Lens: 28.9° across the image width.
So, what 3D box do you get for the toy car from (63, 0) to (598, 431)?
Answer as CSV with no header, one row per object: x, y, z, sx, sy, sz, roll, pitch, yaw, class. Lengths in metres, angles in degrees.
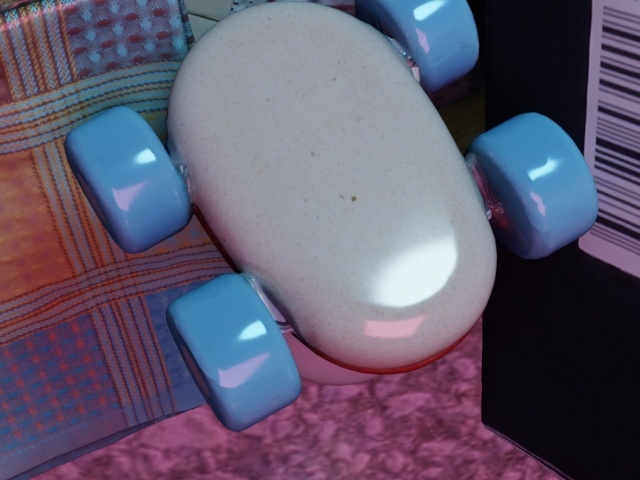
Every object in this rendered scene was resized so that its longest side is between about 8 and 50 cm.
0.000,0.000,0.714,0.219,0.210,0.238,-29,163,-14,toy car

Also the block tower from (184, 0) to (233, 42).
-0.058,-0.288,0.719,0.091,0.097,0.335,11,112,-22,block tower

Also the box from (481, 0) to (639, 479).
0.356,-0.112,0.725,0.472,0.297,0.480,-22,124,-32,box

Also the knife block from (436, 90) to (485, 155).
0.073,-0.037,0.908,0.275,0.242,0.088,-51,134,-40,knife block

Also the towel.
-0.177,0.020,0.755,0.271,0.040,0.370,-21,138,-10,towel

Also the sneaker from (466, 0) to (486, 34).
0.107,-0.189,0.833,0.170,0.051,0.089,-24,127,17,sneaker
